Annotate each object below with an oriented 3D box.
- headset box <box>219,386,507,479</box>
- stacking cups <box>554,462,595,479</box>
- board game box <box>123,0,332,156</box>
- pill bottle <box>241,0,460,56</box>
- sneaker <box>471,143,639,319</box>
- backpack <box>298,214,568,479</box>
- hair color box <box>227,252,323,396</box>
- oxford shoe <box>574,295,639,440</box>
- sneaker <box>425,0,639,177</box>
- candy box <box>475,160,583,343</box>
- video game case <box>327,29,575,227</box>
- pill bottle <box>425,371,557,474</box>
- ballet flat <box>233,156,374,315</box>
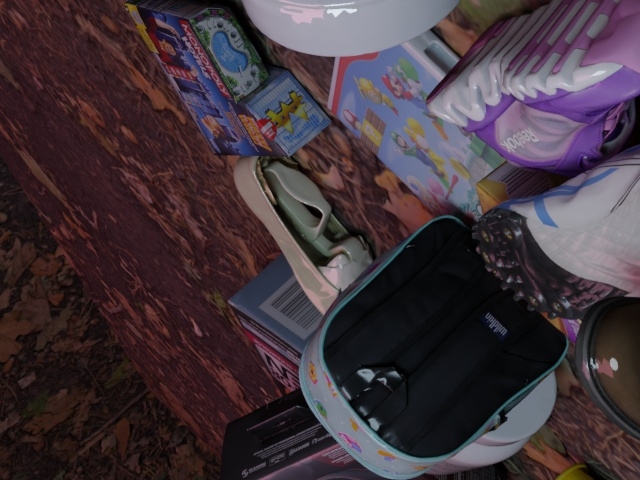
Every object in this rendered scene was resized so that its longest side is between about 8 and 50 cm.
[{"bbox_3d":[0.042,0.266,1.459,0.218,0.110,0.293,-28,126,29],"label":"headset box"},{"bbox_3d":[0.347,0.332,1.212,0.316,0.096,0.096,32,157,31],"label":"stacking cups"},{"bbox_3d":[-0.082,-0.155,1.251,0.194,0.060,0.194,24,150,53],"label":"board game box"},{"bbox_3d":[-0.010,-0.255,0.629,0.188,0.188,0.334,38,160,33],"label":"pill bottle"},{"bbox_3d":[0.178,-0.011,0.755,0.085,0.086,0.237,60,150,-7],"label":"sneaker"},{"bbox_3d":[0.076,0.096,1.044,0.166,0.188,0.144,49,148,1],"label":"backpack"},{"bbox_3d":[0.043,0.198,1.613,0.185,0.113,0.374,31,156,45],"label":"hair color box"},{"bbox_3d":[0.240,0.084,0.707,0.227,0.083,0.096,21,165,-23],"label":"oxford shoe"},{"bbox_3d":[0.153,-0.087,0.771,0.104,0.095,0.236,45,169,-9],"label":"sneaker"},{"bbox_3d":[0.188,0.031,0.870,0.186,0.053,0.109,43,164,36],"label":"candy box"},{"bbox_3d":[0.117,-0.059,1.018,0.285,0.025,0.204,46,163,12],"label":"video game case"},{"bbox_3d":[0.139,0.152,1.239,0.131,0.131,0.229,48,163,3],"label":"pill bottle"},{"bbox_3d":[0.000,0.000,1.365,0.248,0.086,0.086,51,163,-2],"label":"ballet flat"}]
